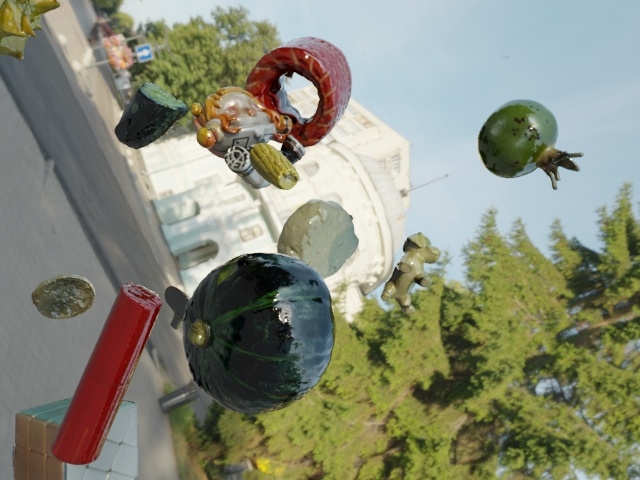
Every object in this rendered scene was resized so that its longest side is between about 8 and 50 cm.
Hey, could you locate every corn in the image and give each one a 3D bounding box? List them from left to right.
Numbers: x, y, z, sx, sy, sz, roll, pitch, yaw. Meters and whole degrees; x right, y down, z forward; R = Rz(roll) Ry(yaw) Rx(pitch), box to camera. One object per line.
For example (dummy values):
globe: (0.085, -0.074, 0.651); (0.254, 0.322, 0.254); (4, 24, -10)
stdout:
corn: (-0.100, -0.156, 1.037); (0.206, 0.067, 0.067); (46, -26, 55)

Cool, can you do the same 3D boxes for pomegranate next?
pomegranate: (0.460, -0.207, 1.097); (0.224, 0.181, 0.181); (48, -22, 30)

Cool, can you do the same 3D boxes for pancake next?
pancake: (-0.673, 0.148, 1.301); (0.025, 0.151, 0.152); (54, -19, 44)

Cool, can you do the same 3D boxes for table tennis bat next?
table tennis bat: (-0.455, 0.233, 1.609); (0.154, 0.021, 0.274); (44, -36, 4)

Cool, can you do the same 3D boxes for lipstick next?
lipstick: (-0.318, 0.202, 0.740); (0.280, 0.073, 0.073); (-64, -154, 7)

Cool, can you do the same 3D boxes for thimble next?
thimble: (-0.072, -0.506, 1.694); (0.230, 0.350, 0.350); (-61, 142, -54)

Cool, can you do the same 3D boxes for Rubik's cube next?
Rubik's cube: (-0.663, 0.564, 1.352); (0.231, 0.224, 0.221); (2, 88, -59)

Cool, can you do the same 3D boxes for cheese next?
cheese: (0.000, 0.000, 1.805); (0.115, 0.326, 0.318); (34, -61, 41)

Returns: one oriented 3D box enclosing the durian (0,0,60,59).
durian: (-0.320, -0.198, 0.317); (0.195, 0.305, 0.186); (29, -50, 57)

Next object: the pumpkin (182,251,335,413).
pumpkin: (-0.129, 0.166, 0.920); (0.315, 0.238, 0.315); (-6, -99, 42)

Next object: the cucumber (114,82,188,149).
cucumber: (-0.399, -0.285, 1.120); (0.193, 0.086, 0.115); (-29, -91, 39)

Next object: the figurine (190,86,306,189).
figurine: (-0.229, -0.303, 1.416); (0.323, 0.320, 0.196); (52, -45, 21)

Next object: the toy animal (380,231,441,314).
toy animal: (0.260, 0.095, 1.438); (0.169, 0.121, 0.233); (-84, -160, -74)
